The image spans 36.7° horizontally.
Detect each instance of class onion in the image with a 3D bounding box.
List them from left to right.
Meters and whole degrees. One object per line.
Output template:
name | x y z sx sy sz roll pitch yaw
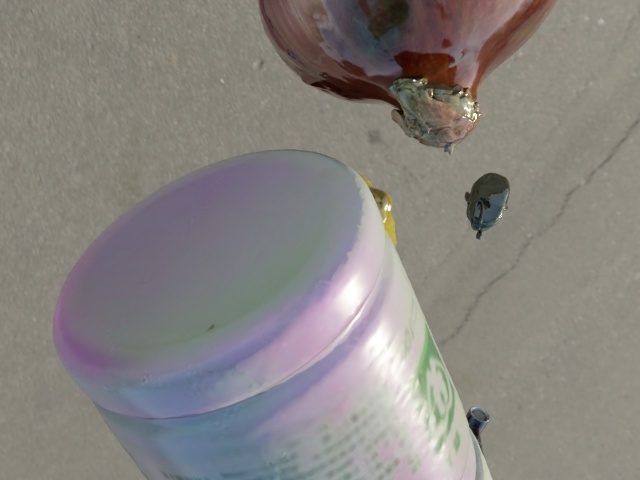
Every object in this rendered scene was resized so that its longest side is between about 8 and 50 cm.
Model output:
onion | 0.101 -0.294 1.033 0.353 0.354 0.354 -15 134 -16

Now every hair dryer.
hair dryer | 0.176 0.232 1.093 0.026 0.083 0.047 14 121 -11

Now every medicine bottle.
medicine bottle | -0.011 0.123 0.652 0.212 0.212 0.325 -27 125 -3

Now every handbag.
handbag | 0.258 -0.056 1.512 0.072 0.111 0.047 17 153 9

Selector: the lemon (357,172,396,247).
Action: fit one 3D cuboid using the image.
lemon | 0.000 0.000 1.316 0.231 0.192 0.192 -37 136 18
